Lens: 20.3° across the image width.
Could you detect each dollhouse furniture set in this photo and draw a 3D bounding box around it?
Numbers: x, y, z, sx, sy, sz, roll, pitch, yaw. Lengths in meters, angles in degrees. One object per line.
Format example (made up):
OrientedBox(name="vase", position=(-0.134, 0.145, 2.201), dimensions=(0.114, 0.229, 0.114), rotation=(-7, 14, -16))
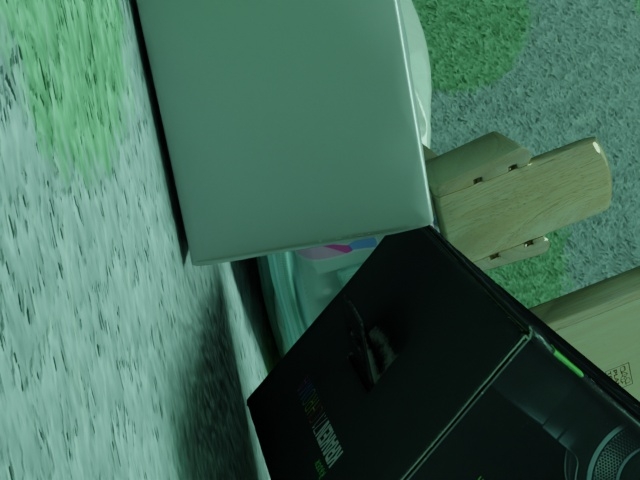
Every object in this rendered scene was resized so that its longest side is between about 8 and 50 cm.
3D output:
OrientedBox(name="dollhouse furniture set", position=(0.148, 0.009, 1.355), dimensions=(0.303, 0.198, 0.286), rotation=(-137, -151, -63))

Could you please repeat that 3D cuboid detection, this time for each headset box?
OrientedBox(name="headset box", position=(0.107, 0.128, 0.775), dimensions=(0.283, 0.131, 0.246), rotation=(39, 4, -12))

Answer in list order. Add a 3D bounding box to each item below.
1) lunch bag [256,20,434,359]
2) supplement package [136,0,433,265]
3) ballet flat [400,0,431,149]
OrientedBox(name="lunch bag", position=(0.010, -0.025, 1.035), dimensions=(0.279, 0.108, 0.224), rotation=(75, 7, -57))
OrientedBox(name="supplement package", position=(-0.018, -0.094, 0.751), dimensions=(0.105, 0.105, 0.179), rotation=(-91, 171, -74))
OrientedBox(name="ballet flat", position=(0.031, -0.100, 1.611), dimensions=(0.139, 0.139, 0.400), rotation=(59, 23, -82))
